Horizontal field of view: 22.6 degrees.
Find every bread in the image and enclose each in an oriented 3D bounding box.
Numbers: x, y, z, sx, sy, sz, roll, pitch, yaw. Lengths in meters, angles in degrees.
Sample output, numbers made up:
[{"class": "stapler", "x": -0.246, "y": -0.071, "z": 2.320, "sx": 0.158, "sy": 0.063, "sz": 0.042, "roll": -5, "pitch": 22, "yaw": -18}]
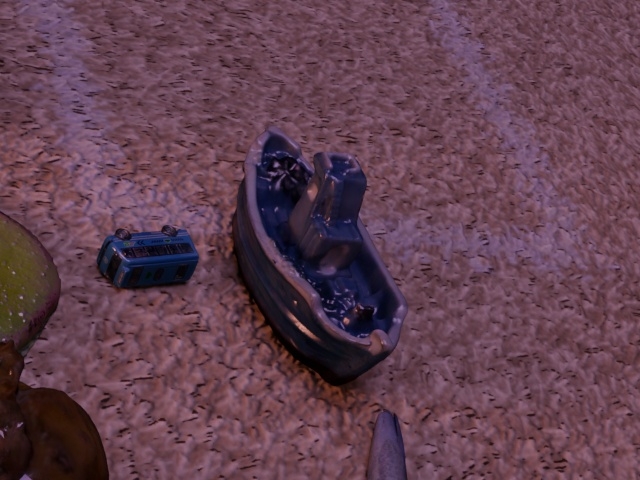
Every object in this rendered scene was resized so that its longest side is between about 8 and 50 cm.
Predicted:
[{"class": "bread", "x": -0.319, "y": 0.022, "z": 1.305, "sx": 0.228, "sy": 0.033, "sz": 0.228, "roll": 17, "pitch": 34, "yaw": -12}]

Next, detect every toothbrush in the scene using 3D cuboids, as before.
[{"class": "toothbrush", "x": 0.057, "y": 0.269, "z": 1.215, "sx": 0.035, "sy": 0.042, "sz": 0.413, "roll": 17, "pitch": 33, "yaw": -12}]

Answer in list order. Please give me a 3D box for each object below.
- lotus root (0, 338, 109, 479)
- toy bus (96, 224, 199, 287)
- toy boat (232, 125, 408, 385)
[{"class": "lotus root", "x": -0.240, "y": 0.159, "z": 0.986, "sx": 0.272, "sy": 0.192, "sz": 0.272, "roll": 14, "pitch": 53, "yaw": -19}, {"class": "toy bus", "x": -0.152, "y": 0.016, "z": 1.413, "sx": 0.083, "sy": 0.038, "sz": 0.046, "roll": -5, "pitch": 48, "yaw": -36}, {"class": "toy boat", "x": 0.000, "y": 0.000, "z": 1.439, "sx": 0.129, "sy": 0.142, "sz": 0.309, "roll": 5, "pitch": 38, "yaw": -30}]
